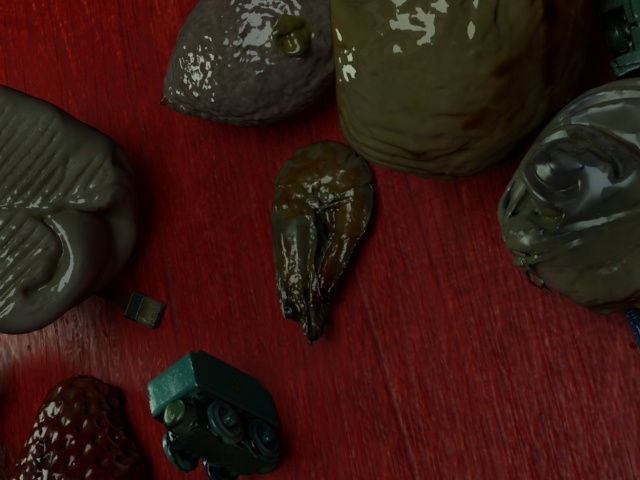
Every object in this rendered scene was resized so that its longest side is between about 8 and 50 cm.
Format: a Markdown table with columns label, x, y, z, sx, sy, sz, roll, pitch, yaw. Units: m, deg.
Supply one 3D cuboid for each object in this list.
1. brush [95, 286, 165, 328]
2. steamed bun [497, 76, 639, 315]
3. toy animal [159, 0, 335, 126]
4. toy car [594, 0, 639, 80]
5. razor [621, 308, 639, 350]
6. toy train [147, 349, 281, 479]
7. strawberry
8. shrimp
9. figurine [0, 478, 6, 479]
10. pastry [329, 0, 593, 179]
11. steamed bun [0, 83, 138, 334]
| label | x | y | z | sx | sy | sz | roll | pitch | yaw |
| --- | --- | --- | --- | --- | --- | --- | --- | --- | --- |
| brush | -0.297 | 0.087 | 2.184 | 0.170 | 0.014 | 0.043 | 20 | 87 | 35 |
| steamed bun | 0.334 | -0.063 | 1.665 | 0.268 | 0.207 | 0.280 | 26 | 86 | 33 |
| toy animal | -0.076 | -0.273 | 2.036 | 0.358 | 0.188 | 0.226 | -37 | 55 | 20 |
| toy car | 0.396 | -0.348 | 1.807 | 0.141 | 0.097 | 0.320 | -21 | 66 | 26 |
| razor | 0.383 | 0.119 | 1.724 | 0.082 | 0.042 | 0.253 | -32 | 63 | 20 |
| toy train | -0.136 | 0.236 | 1.940 | 0.107 | 0.198 | 0.154 | -36 | 46 | 21 |
| strawberry | -0.350 | 0.340 | 2.069 | 0.253 | 0.150 | 0.280 | 21 | 91 | 37 |
| shrimp | 0.000 | 0.000 | 1.992 | 0.154 | 0.062 | 0.294 | -5 | 73 | 26 |
| figurine | -0.568 | 0.273 | 2.209 | 0.181 | 0.208 | 0.257 | -6 | 65 | -14 |
| pastry | 0.169 | -0.260 | 1.778 | 0.313 | 0.388 | 0.388 | 0 | 76 | 7 |
| steamed bun | -0.459 | -0.039 | 2.180 | 0.368 | 0.255 | 0.342 | 36 | 75 | 7 |
